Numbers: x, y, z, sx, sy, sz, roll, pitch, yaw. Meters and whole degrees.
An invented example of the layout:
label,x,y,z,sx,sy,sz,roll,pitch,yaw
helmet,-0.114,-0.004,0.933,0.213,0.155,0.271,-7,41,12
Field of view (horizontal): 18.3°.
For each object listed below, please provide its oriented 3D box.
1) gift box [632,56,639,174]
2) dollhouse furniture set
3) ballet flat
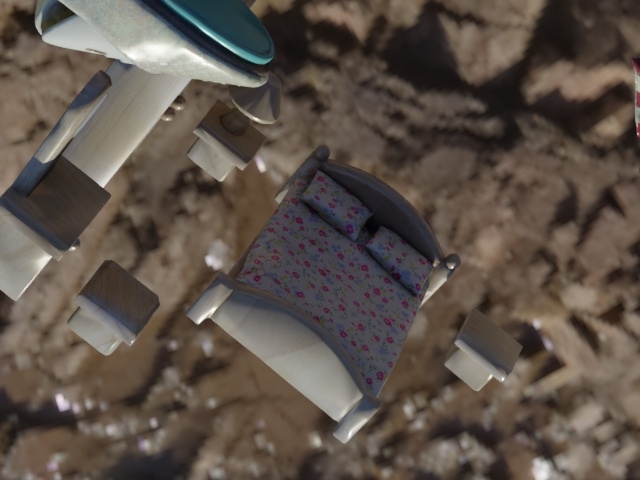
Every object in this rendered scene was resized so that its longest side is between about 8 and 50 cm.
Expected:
label,x,y,z,sx,sy,sz,roll,pitch,yaw
gift box,0.363,-0.147,1.390,0.276,0.258,0.255,17,81,-46
dollhouse furniture set,0.000,0.000,1.300,0.355,0.303,0.174,39,122,-5
ballet flat,-0.089,-0.096,0.652,0.168,0.057,0.052,38,114,-25
